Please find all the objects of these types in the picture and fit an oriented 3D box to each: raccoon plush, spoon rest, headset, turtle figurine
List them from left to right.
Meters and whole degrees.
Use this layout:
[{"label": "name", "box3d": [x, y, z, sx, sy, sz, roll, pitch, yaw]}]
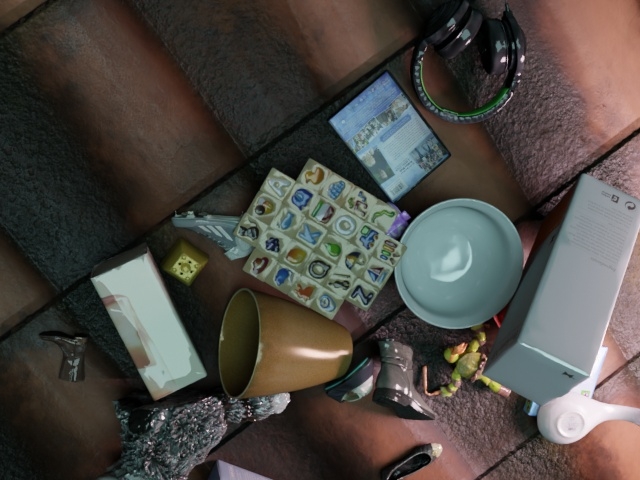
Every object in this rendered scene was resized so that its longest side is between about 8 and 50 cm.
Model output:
[{"label": "raccoon plush", "box3d": [-0.273, 0.485, 1.651, 0.447, 0.216, 0.299, -1, 91, -12]}, {"label": "headset", "box3d": [0.345, -0.462, 1.704, 0.243, 0.185, 0.394, 16, 111, -10]}, {"label": "turtle figurine", "box3d": [0.384, 0.289, 1.836, 0.217, 0.087, 0.269, 21, 101, -15]}, {"label": "spoon rest", "box3d": [0.678, 0.446, 1.910, 0.276, 0.084, 0.137, 2, 100, 0]}]

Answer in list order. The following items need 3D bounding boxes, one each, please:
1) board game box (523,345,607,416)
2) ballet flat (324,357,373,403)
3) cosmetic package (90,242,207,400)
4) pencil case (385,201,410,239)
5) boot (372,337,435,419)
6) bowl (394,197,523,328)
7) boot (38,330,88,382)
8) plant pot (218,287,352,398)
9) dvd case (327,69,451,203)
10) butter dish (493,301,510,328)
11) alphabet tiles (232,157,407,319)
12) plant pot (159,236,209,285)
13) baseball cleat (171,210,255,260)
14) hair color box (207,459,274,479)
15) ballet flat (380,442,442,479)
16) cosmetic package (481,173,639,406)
[{"label": "board game box", "box3d": [0.619, 0.351, 1.928, 0.160, 0.039, 0.211, 14, 98, -14]}, {"label": "ballet flat", "box3d": [0.080, 0.326, 1.739, 0.074, 0.203, 0.074, 13, 58, -22]}, {"label": "cosmetic package", "box3d": [-0.366, 0.170, 1.633, 0.129, 0.153, 0.296, -25, 102, -8]}, {"label": "pencil case", "box3d": [0.108, 0.001, 1.735, 0.206, 0.088, 0.086, -43, 96, -3]}, {"label": "boot", "box3d": [0.207, 0.328, 1.804, 0.246, 0.083, 0.161, 39, 51, -46]}, {"label": "bowl", "box3d": [0.303, 0.044, 1.753, 0.298, 0.134, 0.297, -1, 99, -6]}, {"label": "boot", "box3d": [-0.566, 0.258, 1.667, 0.106, 0.037, 0.114, 9, 102, -11]}, {"label": "plant pot", "box3d": [-0.066, 0.238, 1.684, 0.254, 0.237, 0.237, 10, 98, -26]}, {"label": "dvd case", "box3d": [0.160, -0.234, 1.740, 0.180, 0.022, 0.253, -41, 105, -4]}, {"label": "butter dish", "box3d": [0.500, 0.180, 1.806, 0.160, 0.118, 0.160, -46, 112, -46]}, {"label": "alphabet tiles", "box3d": [0.000, 0.000, 1.655, 0.343, 0.011, 0.285, 30, 99, -6]}, {"label": "plant pot", "box3d": [-0.295, 0.051, 1.661, 0.081, 0.083, 0.081, 36, 91, -14]}, {"label": "baseball cleat", "box3d": [-0.224, -0.010, 1.672, 0.206, 0.072, 0.109, 2, 99, -11]}, {"label": "hair color box", "box3d": [-0.110, 0.680, 1.794, 0.374, 0.113, 0.185, 25, 94, -15]}, {"label": "ballet flat", "box3d": [0.227, 0.555, 1.875, 0.173, 0.049, 0.057, -30, 105, -6]}, {"label": "cosmetic package", "box3d": [0.530, 0.105, 1.660, 0.161, 0.230, 0.453, 27, 62, 5]}]
